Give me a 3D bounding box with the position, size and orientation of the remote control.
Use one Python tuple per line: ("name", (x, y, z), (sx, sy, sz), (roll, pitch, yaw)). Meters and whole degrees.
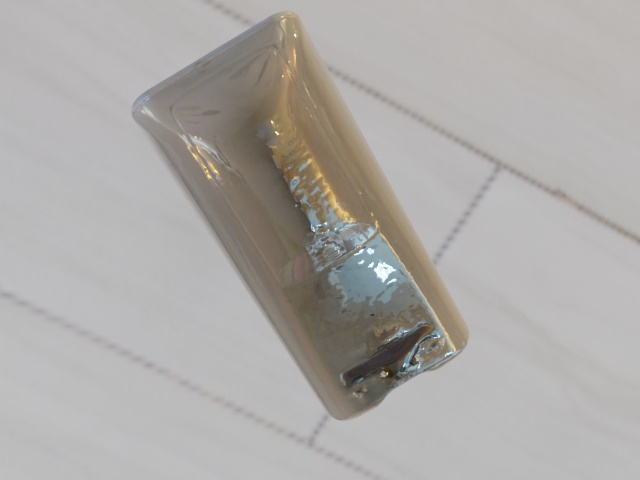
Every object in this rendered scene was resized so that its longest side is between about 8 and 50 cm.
("remote control", (0.000, 0.000, 1.189), (0.109, 0.055, 0.313), (-32, 132, -1))
